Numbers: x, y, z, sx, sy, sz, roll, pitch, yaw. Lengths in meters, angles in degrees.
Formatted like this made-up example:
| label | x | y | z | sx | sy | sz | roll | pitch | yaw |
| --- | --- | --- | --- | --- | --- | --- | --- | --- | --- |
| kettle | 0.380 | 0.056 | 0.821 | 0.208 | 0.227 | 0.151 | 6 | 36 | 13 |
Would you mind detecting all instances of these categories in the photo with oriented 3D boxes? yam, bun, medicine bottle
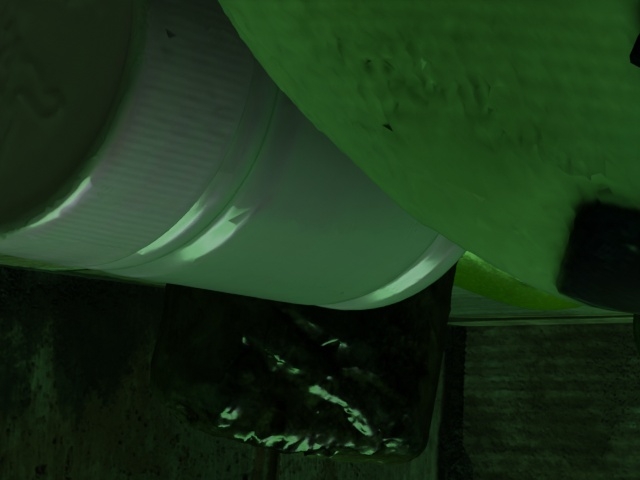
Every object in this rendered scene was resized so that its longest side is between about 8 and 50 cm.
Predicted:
| label | x | y | z | sx | sy | sz | roll | pitch | yaw |
| --- | --- | --- | --- | --- | --- | --- | --- | --- | --- |
| yam | 0.000 | 0.000 | 1.292 | 0.195 | 0.300 | 0.195 | 11 | 167 | 3 |
| bun | 0.084 | -0.119 | 0.564 | 0.179 | 0.283 | 0.283 | -39 | -168 | -23 |
| medicine bottle | -0.061 | -0.076 | 1.009 | 0.202 | 0.202 | 0.316 | -2 | 171 | 35 |

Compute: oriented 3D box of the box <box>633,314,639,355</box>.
| label | x | y | z | sx | sy | sz | roll | pitch | yaw |
| --- | --- | --- | --- | --- | --- | --- | --- | --- | --- |
| box | 0.360 | -0.015 | 1.092 | 0.328 | 0.253 | 0.178 | 10 | -176 | 20 |

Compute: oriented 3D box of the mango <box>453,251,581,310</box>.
| label | x | y | z | sx | sy | sz | roll | pitch | yaw |
| --- | --- | --- | --- | --- | --- | --- | --- | --- | --- |
| mango | 0.135 | -0.026 | 1.656 | 0.293 | 0.143 | 0.175 | 15 | 168 | -17 |
